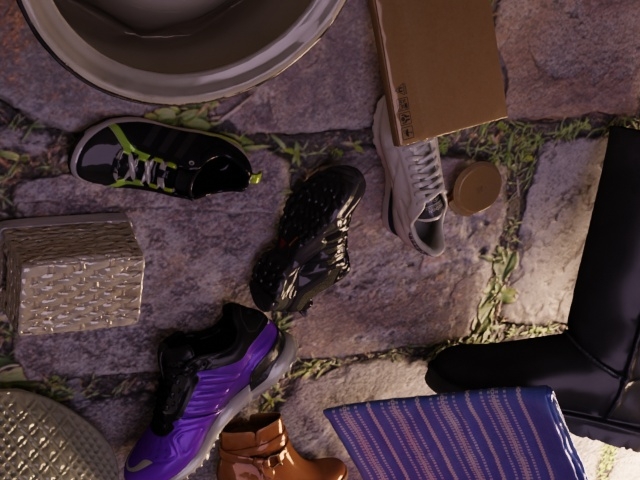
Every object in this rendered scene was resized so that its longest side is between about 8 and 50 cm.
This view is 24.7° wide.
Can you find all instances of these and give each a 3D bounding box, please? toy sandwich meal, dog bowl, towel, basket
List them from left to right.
[{"bbox_3d":[-0.301,0.041,1.766,0.167,0.103,0.113,-5,121,-26],"label":"basket"},{"bbox_3d":[-0.156,-0.358,1.578,0.408,0.150,0.408,-12,122,-21],"label":"dog bowl"},{"bbox_3d":[0.199,0.301,2.093,0.336,0.040,0.243,-8,134,20],"label":"towel"},{"bbox_3d":[0.211,-0.073,2.013,0.085,0.029,0.085,-11,118,-23],"label":"toy sandwich meal"}]

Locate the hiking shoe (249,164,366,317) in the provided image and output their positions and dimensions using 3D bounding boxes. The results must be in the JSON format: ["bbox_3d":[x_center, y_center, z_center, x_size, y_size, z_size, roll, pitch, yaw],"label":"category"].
[{"bbox_3d":[0.000,0.000,1.924,0.114,0.086,0.227,15,116,-47],"label":"hiking shoe"}]

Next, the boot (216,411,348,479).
[{"bbox_3d":[-0.052,0.305,2.072,0.197,0.073,0.152,-15,120,-22],"label":"boot"}]

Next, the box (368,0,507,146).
[{"bbox_3d":[0.151,-0.235,1.851,0.164,0.021,0.201,-16,105,-21],"label":"box"}]

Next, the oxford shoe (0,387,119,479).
[{"bbox_3d":[-0.450,0.269,1.818,0.449,0.169,0.130,14,152,-41],"label":"oxford shoe"}]

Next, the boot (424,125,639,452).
[{"bbox_3d":[0.380,0.048,2.086,0.367,0.146,0.445,13,106,-11],"label":"boot"}]

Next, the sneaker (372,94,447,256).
[{"bbox_3d":[0.129,-0.092,1.917,0.090,0.095,0.235,-19,122,-14],"label":"sneaker"}]

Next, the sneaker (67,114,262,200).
[{"bbox_3d":[-0.181,-0.095,1.751,0.235,0.097,0.084,-2,118,-26],"label":"sneaker"}]

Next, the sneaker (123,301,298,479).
[{"bbox_3d":[-0.178,0.195,1.931,0.293,0.102,0.146,-47,124,-2],"label":"sneaker"}]
